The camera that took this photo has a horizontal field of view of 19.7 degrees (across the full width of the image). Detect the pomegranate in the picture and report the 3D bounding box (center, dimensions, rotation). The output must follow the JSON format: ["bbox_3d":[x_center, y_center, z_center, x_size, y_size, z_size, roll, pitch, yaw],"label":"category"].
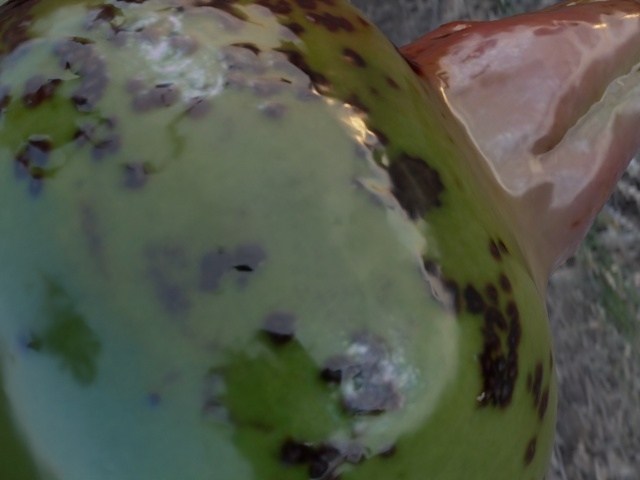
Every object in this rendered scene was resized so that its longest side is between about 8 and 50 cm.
[{"bbox_3d":[0.000,0.000,0.529,0.248,0.214,0.214,-34,68,-5],"label":"pomegranate"}]

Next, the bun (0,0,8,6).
[{"bbox_3d":[-0.251,-0.269,1.380,0.160,0.259,0.259,-19,68,18],"label":"bun"}]
